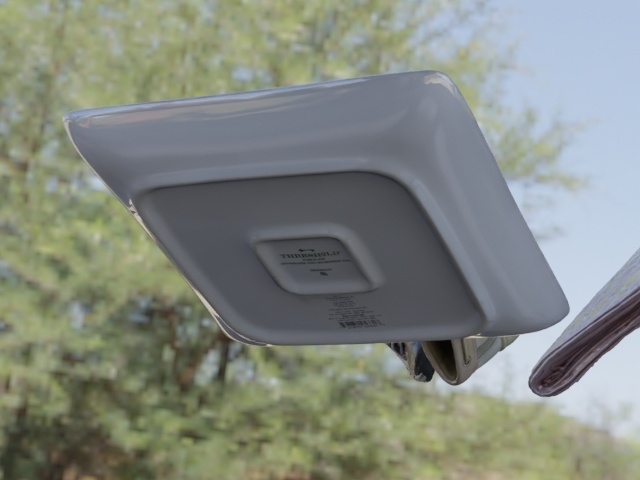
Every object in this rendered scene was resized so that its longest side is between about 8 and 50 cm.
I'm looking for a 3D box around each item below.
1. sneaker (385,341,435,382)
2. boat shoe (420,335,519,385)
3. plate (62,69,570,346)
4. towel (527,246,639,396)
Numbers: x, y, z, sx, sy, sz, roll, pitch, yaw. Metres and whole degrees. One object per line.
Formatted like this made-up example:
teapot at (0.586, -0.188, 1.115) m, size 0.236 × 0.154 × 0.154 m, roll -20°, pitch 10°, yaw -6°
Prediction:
sneaker at (0.078, 0.112, 2.034) m, size 0.132 × 0.086 × 0.228 m, roll 15°, pitch 8°, yaw -6°
boat shoe at (0.098, 0.017, 1.589) m, size 0.109 × 0.098 × 0.302 m, roll 21°, pitch -33°, yaw 51°
plate at (0.000, 0.000, 1.094) m, size 0.277 × 0.045 × 0.278 m, roll -5°, pitch -36°, yaw 25°
towel at (0.402, 0.021, 1.812) m, size 0.332 × 0.053 × 0.317 m, roll -37°, pitch -5°, yaw -46°
